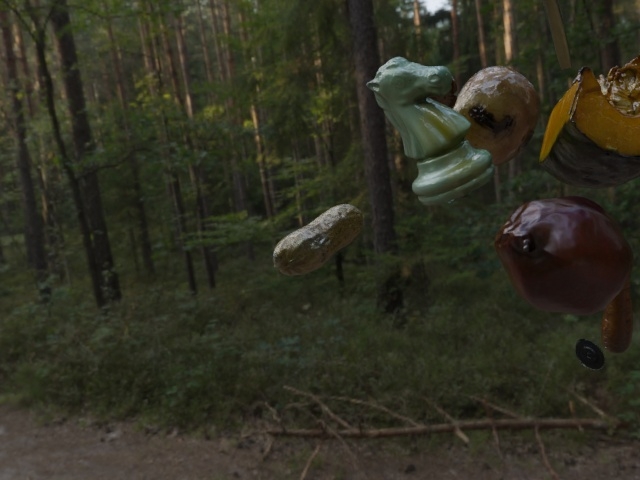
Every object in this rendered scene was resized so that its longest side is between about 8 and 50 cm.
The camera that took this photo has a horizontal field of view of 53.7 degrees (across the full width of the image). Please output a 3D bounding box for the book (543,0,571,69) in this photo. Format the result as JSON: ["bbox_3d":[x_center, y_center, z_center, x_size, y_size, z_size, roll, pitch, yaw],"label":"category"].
[{"bbox_3d":[0.601,-0.706,1.691,0.039,0.428,0.300,-13,-35,24],"label":"book"}]

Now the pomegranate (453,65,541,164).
[{"bbox_3d":[0.541,-0.387,2.007,0.322,0.322,0.322,-9,5,1],"label":"pomegranate"}]

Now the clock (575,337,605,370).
[{"bbox_3d":[0.626,0.265,1.469,0.010,0.074,0.083,-13,16,-25],"label":"clock"}]

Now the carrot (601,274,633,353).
[{"bbox_3d":[0.583,0.114,1.241,0.059,0.248,0.059,-8,21,3],"label":"carrot"}]

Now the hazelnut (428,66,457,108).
[{"bbox_3d":[0.271,-0.363,1.592,0.143,0.154,0.143,24,15,-7],"label":"hazelnut"}]

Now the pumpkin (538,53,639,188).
[{"bbox_3d":[0.651,-0.252,1.400,0.303,0.257,0.225,-9,-10,-3],"label":"pumpkin"}]

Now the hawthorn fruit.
[{"bbox_3d":[0.395,0.019,1.055,0.208,0.208,0.248,-4,-15,45],"label":"hawthorn fruit"}]

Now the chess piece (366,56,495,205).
[{"bbox_3d":[0.217,-0.231,1.263,0.175,0.298,0.176,-28,10,5],"label":"chess piece"}]

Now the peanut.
[{"bbox_3d":[0.000,0.000,1.287,0.214,0.100,0.099,-34,15,-22],"label":"peanut"}]
